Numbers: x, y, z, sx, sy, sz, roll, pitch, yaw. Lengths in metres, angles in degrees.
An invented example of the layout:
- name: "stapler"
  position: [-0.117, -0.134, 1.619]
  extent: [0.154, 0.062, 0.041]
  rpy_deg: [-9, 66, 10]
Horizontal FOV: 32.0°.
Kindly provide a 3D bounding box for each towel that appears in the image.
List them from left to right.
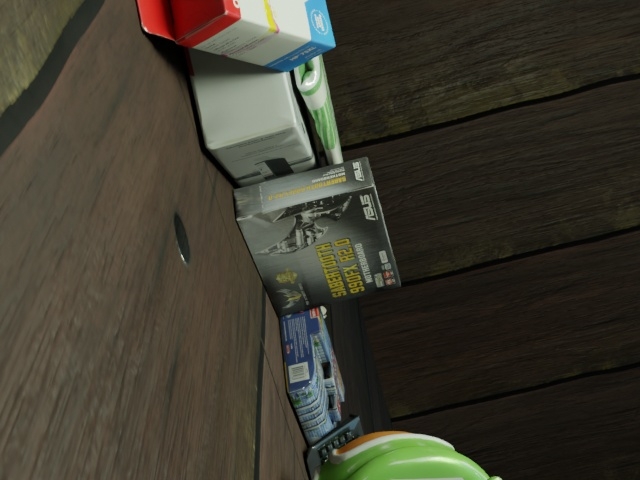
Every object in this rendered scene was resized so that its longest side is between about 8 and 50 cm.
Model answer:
- name: "towel"
  position: [-0.005, -0.192, 1.515]
  extent: [0.325, 0.038, 0.248]
  rpy_deg: [75, 4, -56]

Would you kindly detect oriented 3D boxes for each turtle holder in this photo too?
- name: "turtle holder"
  position: [0.094, 0.366, 1.256]
  extent: [0.320, 0.243, 0.227]
  rpy_deg: [65, -12, -14]

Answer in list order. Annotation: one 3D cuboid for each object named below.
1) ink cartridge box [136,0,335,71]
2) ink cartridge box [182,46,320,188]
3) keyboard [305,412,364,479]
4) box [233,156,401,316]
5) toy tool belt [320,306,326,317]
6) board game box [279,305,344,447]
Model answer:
- name: "ink cartridge box"
  position: [-0.093, -0.270, 1.180]
  extent: [0.231, 0.078, 0.134]
  rpy_deg: [3, 70, -53]
- name: "ink cartridge box"
  position: [-0.086, -0.186, 1.418]
  extent: [0.273, 0.114, 0.197]
  rpy_deg: [59, 17, -79]
- name: "keyboard"
  position: [0.079, 0.400, 1.599]
  extent: [0.201, 0.033, 0.317]
  rpy_deg: [-29, 110, -48]
- name: "box"
  position: [0.000, 0.000, 1.503]
  extent: [0.231, 0.183, 0.056]
  rpy_deg: [72, 5, -51]
- name: "toy tool belt"
  position: [-0.022, 0.115, 1.802]
  extent: [0.051, 0.052, 0.083]
  rpy_deg: [45, 5, -5]
- name: "board game box"
  position: [-0.006, 0.200, 1.617]
  extent: [0.194, 0.060, 0.194]
  rpy_deg: [-99, 173, -47]
